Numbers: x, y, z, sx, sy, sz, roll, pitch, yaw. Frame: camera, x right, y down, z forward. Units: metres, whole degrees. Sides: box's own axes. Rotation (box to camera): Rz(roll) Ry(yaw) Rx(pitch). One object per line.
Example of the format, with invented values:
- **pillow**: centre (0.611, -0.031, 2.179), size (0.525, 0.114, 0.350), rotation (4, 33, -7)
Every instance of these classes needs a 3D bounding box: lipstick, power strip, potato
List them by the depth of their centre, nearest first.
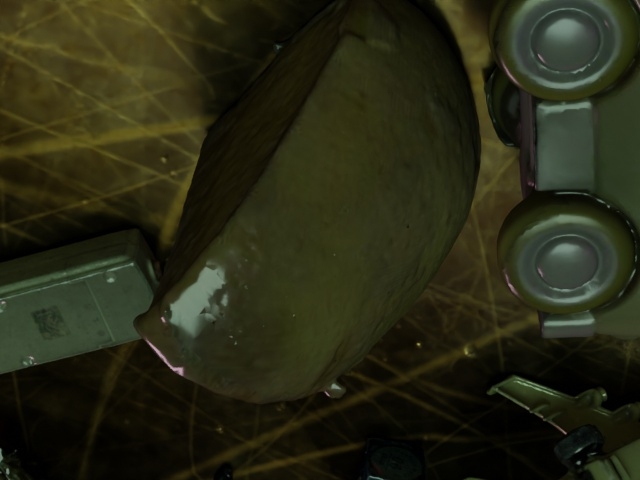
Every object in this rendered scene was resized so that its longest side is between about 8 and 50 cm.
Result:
- **potato**: centre (0.026, -0.010, 1.266), size (0.211, 0.264, 0.189), rotation (41, 123, -17)
- **power strip**: centre (-0.240, 0.059, 1.424), size (0.272, 0.052, 0.078), rotation (-14, 122, 10)
- **lipstick**: centre (0.027, 0.300, 1.582), size (0.051, 0.051, 0.312), rotation (9, 124, -9)

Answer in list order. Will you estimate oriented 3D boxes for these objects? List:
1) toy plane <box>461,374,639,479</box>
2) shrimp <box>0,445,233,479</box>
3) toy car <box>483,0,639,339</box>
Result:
- **toy plane**: centre (0.234, 0.182, 1.452), size (0.244, 0.229, 0.092), rotation (-25, 158, -16)
- **shrimp**: centre (-0.177, 0.201, 1.523), size (0.198, 0.051, 0.262), rotation (-27, 122, 8)
- **toy car**: centre (0.217, -0.117, 1.203), size (0.226, 0.242, 0.336), rotation (-2, 124, 4)
